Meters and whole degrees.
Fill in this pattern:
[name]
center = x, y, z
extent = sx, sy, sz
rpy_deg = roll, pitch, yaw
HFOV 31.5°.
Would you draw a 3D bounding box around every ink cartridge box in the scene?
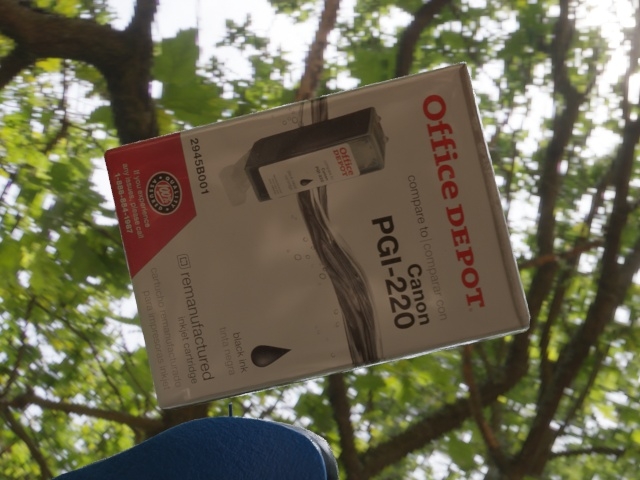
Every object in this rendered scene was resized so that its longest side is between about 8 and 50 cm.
[ink cartridge box]
center = 0.000, 0.000, 0.673
extent = 0.218, 0.092, 0.158
rpy_deg = -13, -94, 3

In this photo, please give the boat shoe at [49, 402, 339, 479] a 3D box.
[boat shoe]
center = -0.098, 0.182, 0.847
extent = 0.089, 0.258, 0.109
rpy_deg = 28, -124, -59
